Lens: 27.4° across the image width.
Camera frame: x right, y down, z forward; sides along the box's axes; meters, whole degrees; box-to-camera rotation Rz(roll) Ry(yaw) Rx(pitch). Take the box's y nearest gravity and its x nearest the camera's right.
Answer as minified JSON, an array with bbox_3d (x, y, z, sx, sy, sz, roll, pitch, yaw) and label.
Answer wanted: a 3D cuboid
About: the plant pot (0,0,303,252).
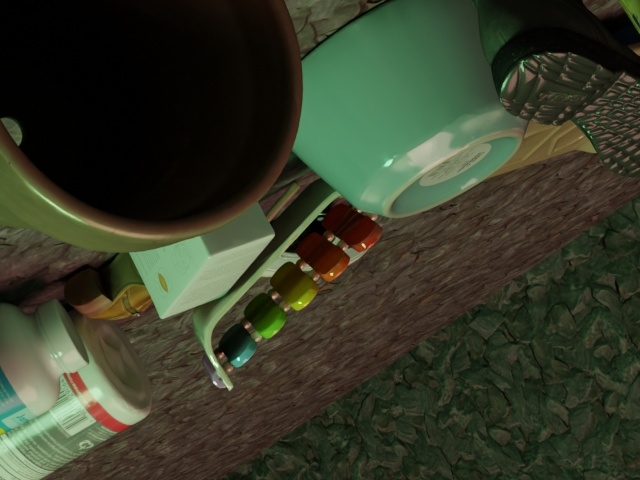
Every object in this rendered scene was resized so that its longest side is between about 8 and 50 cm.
[{"bbox_3d":[-0.181,-0.107,0.949,0.263,0.263,0.229,-17,180,-38],"label":"plant pot"}]

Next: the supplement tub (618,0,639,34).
[{"bbox_3d":[0.460,-0.250,1.384,0.241,0.331,0.241,-26,165,-8],"label":"supplement tub"}]

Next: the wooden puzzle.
[{"bbox_3d":[0.353,-0.204,1.875,0.347,0.080,0.322,-13,159,-35],"label":"wooden puzzle"}]

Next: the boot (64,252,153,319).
[{"bbox_3d":[-0.219,0.048,1.683,0.197,0.073,0.152,-18,166,7],"label":"boot"}]

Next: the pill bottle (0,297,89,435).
[{"bbox_3d":[-0.416,0.170,1.577,0.264,0.146,0.146,-27,166,-3],"label":"pill bottle"}]

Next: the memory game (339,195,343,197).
[{"bbox_3d":[0.107,-0.107,1.866,0.186,0.012,0.186,-26,165,-8],"label":"memory game"}]

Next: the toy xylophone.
[{"bbox_3d":[-0.047,0.030,1.635,0.322,0.081,0.236,-44,-164,5],"label":"toy xylophone"}]

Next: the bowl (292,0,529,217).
[{"bbox_3d":[0.110,-0.137,1.471,0.311,0.163,0.311,-26,166,-7],"label":"bowl"}]

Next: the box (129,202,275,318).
[{"bbox_3d":[-0.145,-0.011,1.489,0.091,0.130,0.170,-20,165,-33],"label":"box"}]

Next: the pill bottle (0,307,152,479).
[{"bbox_3d":[-0.401,0.235,1.767,0.318,0.176,0.176,-30,165,9],"label":"pill bottle"}]

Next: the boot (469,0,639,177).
[{"bbox_3d":[0.255,-0.202,1.296,0.118,0.223,0.338,-38,143,25],"label":"boot"}]

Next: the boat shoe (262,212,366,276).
[{"bbox_3d":[-0.001,-0.001,1.895,0.227,0.079,0.081,-13,164,-37],"label":"boat shoe"}]
